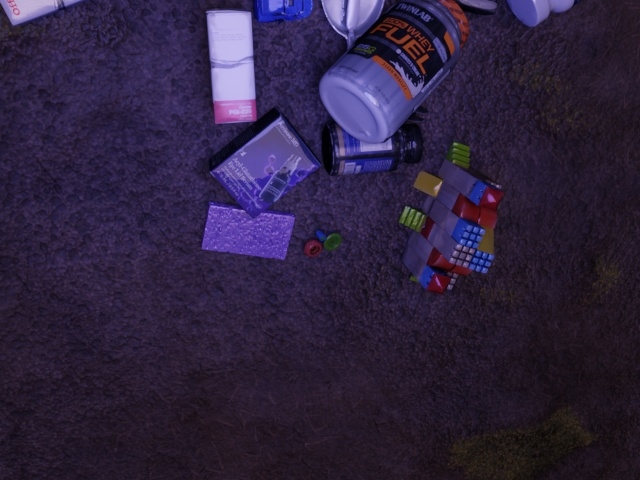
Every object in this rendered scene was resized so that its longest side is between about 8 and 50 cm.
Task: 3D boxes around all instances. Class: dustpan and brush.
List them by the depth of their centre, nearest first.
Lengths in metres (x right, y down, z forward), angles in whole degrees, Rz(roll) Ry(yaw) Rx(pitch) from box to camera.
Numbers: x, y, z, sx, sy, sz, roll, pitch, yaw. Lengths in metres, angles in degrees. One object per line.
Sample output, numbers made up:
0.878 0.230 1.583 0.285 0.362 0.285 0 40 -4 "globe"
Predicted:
0.067 -0.475 1.360 0.147 0.060 0.211 -1 112 -13 "dustpan and brush"

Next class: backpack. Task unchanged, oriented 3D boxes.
-0.076 -0.503 1.297 0.120 0.101 0.097 -7 120 -14 "backpack"

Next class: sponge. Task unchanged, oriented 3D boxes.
-0.177 -0.023 1.509 0.210 0.031 0.117 8 110 -16 "sponge"

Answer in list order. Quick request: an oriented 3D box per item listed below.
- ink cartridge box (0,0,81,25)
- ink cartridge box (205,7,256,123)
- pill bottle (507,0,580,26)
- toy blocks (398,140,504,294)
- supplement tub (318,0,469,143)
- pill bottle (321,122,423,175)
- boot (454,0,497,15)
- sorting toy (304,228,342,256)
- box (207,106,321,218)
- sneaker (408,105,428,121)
-0.528 -0.520 1.194 0.203 0.086 0.148 -23 115 -3 "ink cartridge box"
-0.187 -0.368 1.293 0.092 0.158 0.217 -6 113 -9 "ink cartridge box"
0.548 -0.602 1.366 0.265 0.153 0.153 -36 115 3 "pill bottle"
0.329 -0.020 1.497 0.191 0.261 0.381 16 108 -18 "toy blocks"
0.162 -0.373 1.316 0.316 0.194 0.193 -49 116 -16 "supplement tub"
0.121 -0.218 1.444 0.219 0.123 0.122 -5 113 -11 "pill bottle"
0.299 -0.610 1.351 0.237 0.085 0.178 14 101 -13 "boot"
0.000 0.000 1.558 0.102 0.042 0.061 -22 131 -16 "sorting toy"
-0.129 -0.178 1.413 0.207 0.108 0.153 -39 114 5 "box"
0.166 -0.326 1.447 0.170 0.089 0.051 36 131 10 "sneaker"
